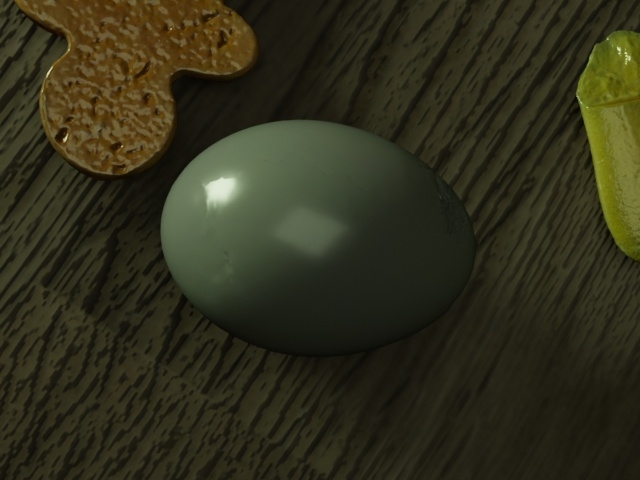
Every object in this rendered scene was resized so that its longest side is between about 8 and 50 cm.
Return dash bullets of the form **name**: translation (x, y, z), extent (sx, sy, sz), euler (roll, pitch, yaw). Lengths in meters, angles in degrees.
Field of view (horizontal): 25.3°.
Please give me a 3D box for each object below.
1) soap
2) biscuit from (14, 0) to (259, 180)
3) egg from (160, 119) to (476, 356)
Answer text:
- **soap**: translation (0.224, -0.066, 0.992), extent (0.089, 0.033, 0.168), euler (-18, 87, -18)
- **biscuit**: translation (-0.117, -0.158, 0.939), extent (0.165, 0.036, 0.250), euler (15, 78, -8)
- **egg**: translation (0.000, 0.000, 0.886), extent (0.198, 0.146, 0.146), euler (11, 82, -16)
